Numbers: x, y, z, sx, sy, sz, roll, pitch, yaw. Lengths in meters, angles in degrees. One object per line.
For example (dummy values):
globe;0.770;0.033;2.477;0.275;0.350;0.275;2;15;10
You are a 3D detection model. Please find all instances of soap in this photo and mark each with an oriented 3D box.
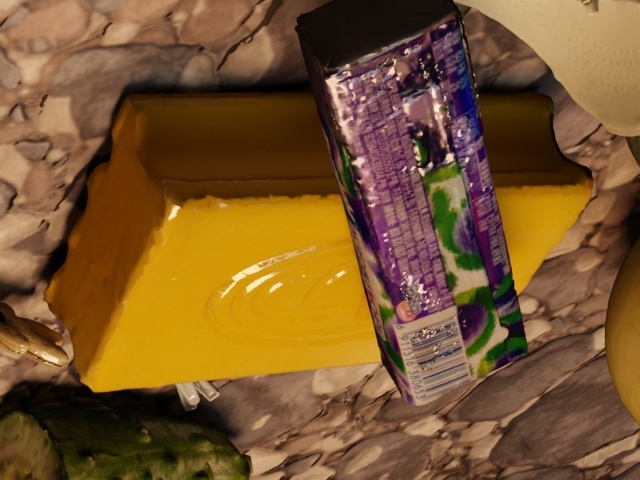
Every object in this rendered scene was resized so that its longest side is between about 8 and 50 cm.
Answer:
soap;0.001;0.000;1.238;0.324;0.096;0.204;-4;142;-30

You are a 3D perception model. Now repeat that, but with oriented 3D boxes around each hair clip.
hair clip;-0.101;0.100;1.375;0.030;0.039;0.115;-21;151;4

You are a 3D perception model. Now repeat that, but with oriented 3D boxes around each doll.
doll;-0.209;0.057;1.212;0.051;0.061;0.093;-43;120;1

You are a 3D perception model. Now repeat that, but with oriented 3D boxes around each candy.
candy;0.058;-0.023;1.114;0.088;0.061;0.312;-23;138;-7

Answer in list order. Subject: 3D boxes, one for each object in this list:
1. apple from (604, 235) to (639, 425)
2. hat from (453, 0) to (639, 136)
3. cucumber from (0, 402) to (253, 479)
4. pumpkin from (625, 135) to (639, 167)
apple;0.361;0.060;1.396;0.292;0.292;0.254;4;120;-38
hat;0.169;-0.188;1.032;0.168;0.258;0.301;-56;-173;-25
cucumber;-0.136;0.183;1.405;0.244;0.134;0.134;-3;143;-47
pumpkin;0.345;-0.126;1.142;0.291;0.257;0.328;12;127;-26
